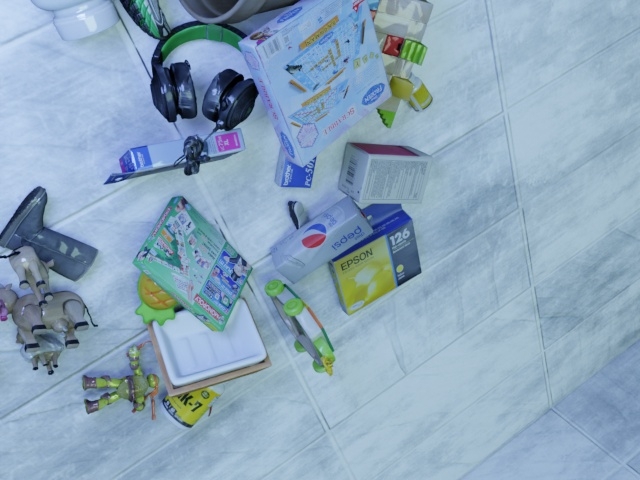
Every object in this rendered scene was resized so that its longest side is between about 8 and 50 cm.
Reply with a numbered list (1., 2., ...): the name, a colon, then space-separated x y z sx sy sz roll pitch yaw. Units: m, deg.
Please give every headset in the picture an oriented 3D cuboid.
1. headset: -0.254 -0.326 1.343 0.244 0.185 0.394 7 68 -7

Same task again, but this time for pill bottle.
1. pill bottle: -0.508 -0.551 1.188 0.169 0.169 0.301 -29 125 -16
2. pill bottle: -0.357 0.439 1.812 0.208 0.119 0.119 -48 128 -2
3. pill bottle: 0.272 -0.430 1.786 0.065 0.065 0.116 -48 129 -2

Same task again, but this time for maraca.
1. maraca: -0.419 0.135 1.626 0.127 0.099 0.185 13 98 -22

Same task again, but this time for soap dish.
1. soap dish: -0.310 0.296 1.710 0.291 0.229 0.118 -12 148 -26

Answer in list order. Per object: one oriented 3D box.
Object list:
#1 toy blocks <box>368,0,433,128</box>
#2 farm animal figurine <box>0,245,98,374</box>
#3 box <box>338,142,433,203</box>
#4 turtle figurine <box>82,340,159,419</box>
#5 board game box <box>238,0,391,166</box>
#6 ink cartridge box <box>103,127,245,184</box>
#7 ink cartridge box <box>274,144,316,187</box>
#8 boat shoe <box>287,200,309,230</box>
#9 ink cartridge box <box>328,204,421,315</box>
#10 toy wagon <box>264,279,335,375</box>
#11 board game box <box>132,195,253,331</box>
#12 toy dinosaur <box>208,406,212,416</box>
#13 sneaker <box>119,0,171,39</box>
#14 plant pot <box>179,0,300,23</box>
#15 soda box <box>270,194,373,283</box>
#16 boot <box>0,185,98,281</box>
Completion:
1. toy blocks: 0.113 -0.505 1.601 0.261 0.190 0.381 7 120 -20
2. farm animal figurine: -0.681 0.150 1.438 0.330 0.172 0.327 -44 148 15
3. box: 0.189 -0.197 1.815 0.232 0.127 0.148 -2 115 -31
4. turtle figurine: -0.537 0.416 1.711 0.217 0.087 0.269 -9 118 -28
5. board game box: 0.004 -0.386 1.415 0.319 0.066 0.318 -40 134 -20
6. ink cartridge box: -0.350 -0.197 1.451 0.311 0.186 0.065 -18 97 -23
7. ink cartridge box: -0.058 -0.248 1.691 0.097 0.046 0.207 -1 114 -30
8. boat shoe: -0.066 -0.064 1.785 0.046 0.038 0.125 -54 145 -29
9. ink cartridge box: 0.169 0.044 1.965 0.304 0.072 0.307 -28 127 -16
10. toy wagon: -0.040 0.263 1.770 0.068 0.344 0.267 -34 126 -15
11. board game box: -0.322 0.066 1.622 0.317 0.046 0.213 51 50 -37
12. toy dinosaur: -0.323 0.475 1.887 0.047 0.090 0.082 -4 148 -46
13. sneaker: -0.362 -0.589 1.279 0.146 0.134 0.343 -21 122 -21
14. plant pot: -0.126 -0.623 1.326 0.280 0.323 0.323 -13 121 -45
15. soda box: 0.000 0.000 1.764 0.286 0.091 0.098 -33 133 13
16. boot: -0.618 -0.010 1.455 0.208 0.076 0.189 32 109 -31
